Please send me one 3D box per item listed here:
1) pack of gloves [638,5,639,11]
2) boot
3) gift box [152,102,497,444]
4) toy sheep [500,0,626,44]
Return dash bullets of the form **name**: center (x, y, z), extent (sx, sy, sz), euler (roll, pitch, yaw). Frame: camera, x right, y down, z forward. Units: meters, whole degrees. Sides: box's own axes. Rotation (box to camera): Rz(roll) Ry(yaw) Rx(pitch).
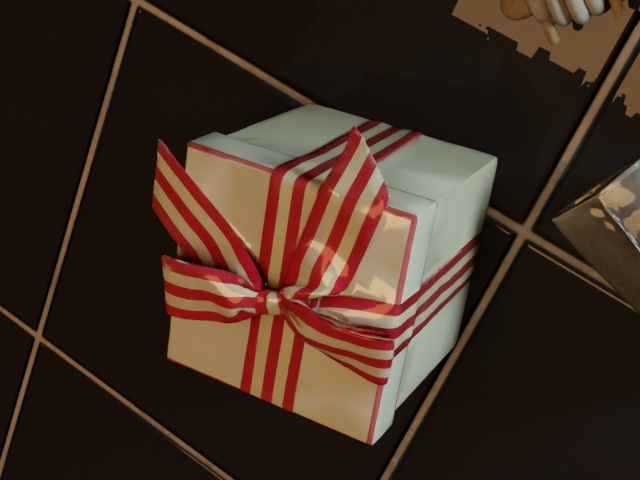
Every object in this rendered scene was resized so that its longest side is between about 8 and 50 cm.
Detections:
- **pack of gloves**: center (0.356, -0.176, 0.755), extent (0.232, 0.046, 0.195), euler (-14, 120, 33)
- **boot**: center (0.333, 0.017, 0.868), extent (0.190, 0.076, 0.208), euler (-33, 83, 31)
- **gift box**: center (0.000, 0.000, 0.927), extent (0.255, 0.258, 0.276), euler (14, 115, 24)
- **toy sheep**: center (0.215, -0.222, 0.835), extent (0.132, 0.091, 0.091), euler (-21, 97, 19)
